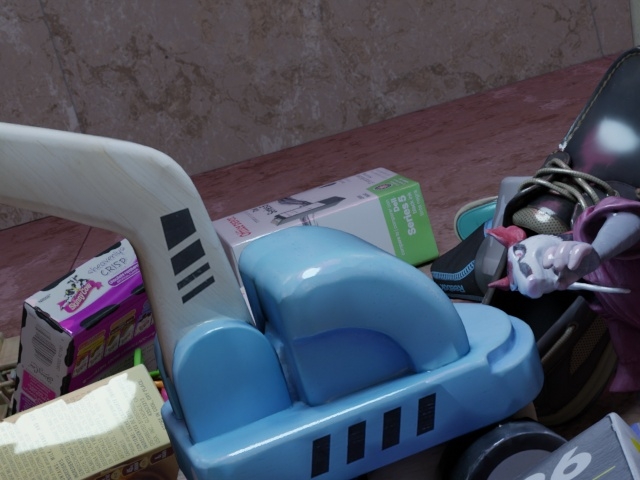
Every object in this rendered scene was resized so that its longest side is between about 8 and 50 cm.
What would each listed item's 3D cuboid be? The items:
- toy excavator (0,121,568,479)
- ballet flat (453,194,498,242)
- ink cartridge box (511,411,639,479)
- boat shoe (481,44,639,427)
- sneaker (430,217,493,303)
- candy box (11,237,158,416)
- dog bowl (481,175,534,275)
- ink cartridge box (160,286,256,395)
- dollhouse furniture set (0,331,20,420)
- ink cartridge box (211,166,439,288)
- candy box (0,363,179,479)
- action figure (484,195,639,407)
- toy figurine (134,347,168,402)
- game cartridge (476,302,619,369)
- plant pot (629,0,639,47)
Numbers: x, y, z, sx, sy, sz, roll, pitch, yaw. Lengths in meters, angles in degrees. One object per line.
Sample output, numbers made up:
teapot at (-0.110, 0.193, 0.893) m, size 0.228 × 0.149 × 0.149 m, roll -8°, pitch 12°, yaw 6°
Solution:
toy excavator at (-0.061, 0.061, 1.116) m, size 0.433 × 0.445 × 0.222 m, roll -19°, pitch 12°, yaw -12°
ballet flat at (0.300, -0.046, 1.991) m, size 0.248 × 0.086 × 0.086 m, roll -13°, pitch 13°, yaw 19°
ink cartridge box at (0.074, 0.228, 0.873) m, size 0.303 × 0.072 × 0.307 m, roll -37°, pitch 12°, yaw 11°
boat shoe at (0.234, -0.006, 1.301) m, size 0.132 × 0.355 × 0.130 m, roll 20°, pitch 1°, yaw 38°
sneaker at (0.271, -0.019, 1.788) m, size 0.341 × 0.125 × 0.139 m, roll -24°, pitch 10°, yaw -41°
candy box at (-0.239, 0.126, 1.546) m, size 0.071 × 0.233 × 0.159 m, roll 33°, pitch 43°, yaw 21°
dog bowl at (0.338, -0.017, 1.513) m, size 0.348 × 0.102 × 0.349 m, roll -1°, pitch 3°, yaw 0°
ink cartridge box at (-0.097, 0.119, 1.710) m, size 0.198 × 0.067 × 0.115 m, roll -30°, pitch 30°, yaw -30°
dollhouse furniture set at (-0.306, 0.183, 1.795) m, size 0.182 × 0.101 × 0.161 m, roll -13°, pitch 38°, yaw 13°
ink cartridge box at (0.000, 0.000, 2.060) m, size 0.273 × 0.115 × 0.198 m, roll -18°, pitch 13°, yaw -10°
candy box at (-0.278, 0.235, 1.254) m, size 0.316 × 0.087 × 0.183 m, roll -22°, pitch -29°, yaw -22°
action figure at (0.305, 0.023, 1.152) m, size 0.370 × 0.248 × 0.276 m, roll 15°, pitch 53°, yaw 25°
toy figurine at (-0.108, 0.174, 1.536) m, size 0.159 × 0.130 × 0.173 m, roll -4°, pitch -13°, yaw -5°
game cartridge at (0.192, 0.107, 1.509) m, size 0.297 × 0.062 × 0.198 m, roll -16°, pitch 8°, yaw 2°
plant pot at (0.551, -0.246, 1.999) m, size 0.333 × 0.305 × 0.334 m, roll -16°, pitch 12°, yaw 3°
